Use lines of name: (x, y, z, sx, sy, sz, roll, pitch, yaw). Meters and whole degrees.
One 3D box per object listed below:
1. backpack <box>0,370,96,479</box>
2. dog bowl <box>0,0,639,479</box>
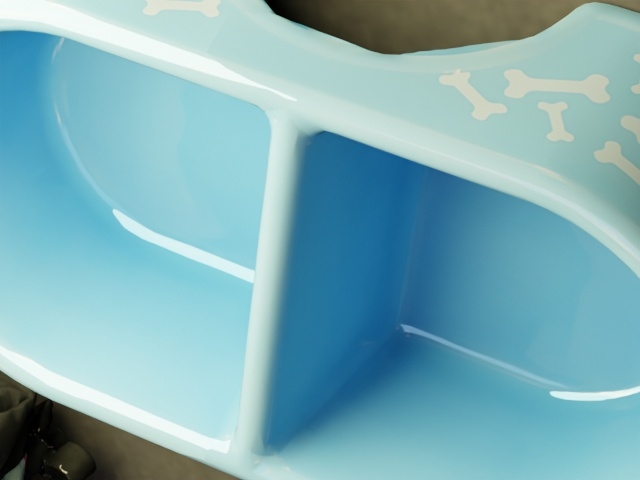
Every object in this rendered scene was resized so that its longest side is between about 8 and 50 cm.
backpack: (-0.173, 0.132, 0.692, 0.152, 0.115, 0.182, 11, 101, 30)
dog bowl: (0.000, 0.000, 0.562, 0.297, 0.074, 0.166, 20, 127, 16)
